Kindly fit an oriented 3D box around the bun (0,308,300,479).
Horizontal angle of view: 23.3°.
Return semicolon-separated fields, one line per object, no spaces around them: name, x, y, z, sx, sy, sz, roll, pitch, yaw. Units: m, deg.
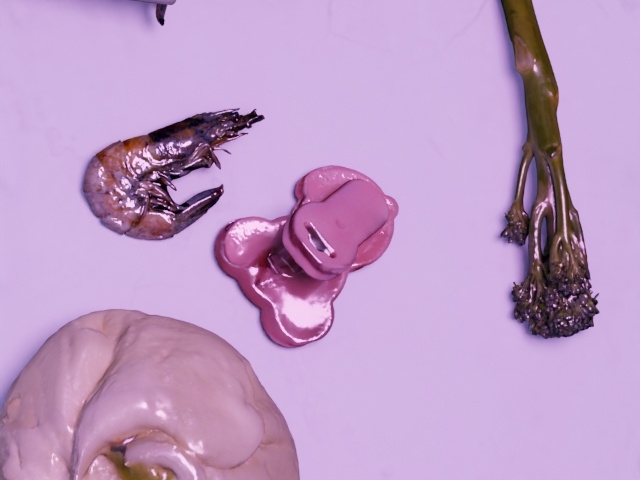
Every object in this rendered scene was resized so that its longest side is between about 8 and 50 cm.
bun;-0.127;0.181;1.169;0.259;0.160;0.259;4;78;-17

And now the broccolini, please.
broccolini;0.173;-0.104;1.361;0.074;0.079;0.392;-9;75;-5

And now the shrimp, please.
shrimp;-0.115;-0.057;1.284;0.161;0.034;0.091;-26;99;-11

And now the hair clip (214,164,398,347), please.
hair clip;-0.006;0.005;1.299;0.123;0.102;0.138;49;40;-4

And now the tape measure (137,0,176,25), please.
tape measure;-0.217;-0.311;1.219;0.243;0.125;0.246;8;118;-14
